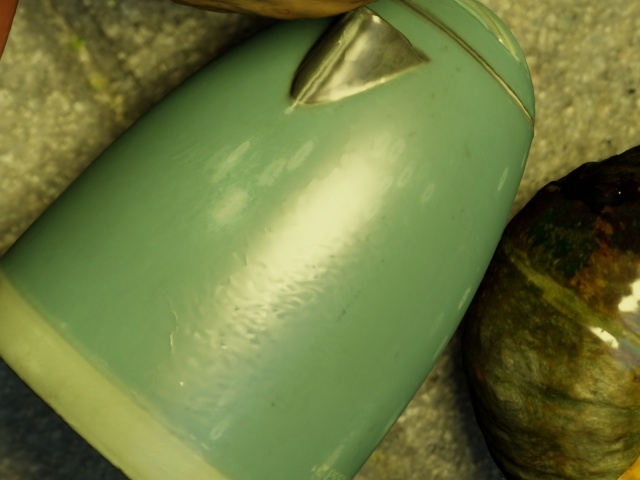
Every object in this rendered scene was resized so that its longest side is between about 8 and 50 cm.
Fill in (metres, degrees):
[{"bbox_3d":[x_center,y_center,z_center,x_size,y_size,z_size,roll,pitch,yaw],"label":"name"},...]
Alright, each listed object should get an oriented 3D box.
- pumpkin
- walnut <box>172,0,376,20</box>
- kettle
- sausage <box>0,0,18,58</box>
[{"bbox_3d":[0.248,0.076,1.170,0.320,0.192,0.320,-11,117,-22],"label":"pumpkin"},{"bbox_3d":[-0.037,-0.269,0.845,0.344,0.306,0.306,23,101,-37],"label":"walnut"},{"bbox_3d":[0.000,0.000,1.026,0.342,0.247,0.319,-49,157,-3],"label":"kettle"},{"bbox_3d":[-0.208,-0.144,0.938,0.077,0.077,0.194,12,107,-28],"label":"sausage"}]
